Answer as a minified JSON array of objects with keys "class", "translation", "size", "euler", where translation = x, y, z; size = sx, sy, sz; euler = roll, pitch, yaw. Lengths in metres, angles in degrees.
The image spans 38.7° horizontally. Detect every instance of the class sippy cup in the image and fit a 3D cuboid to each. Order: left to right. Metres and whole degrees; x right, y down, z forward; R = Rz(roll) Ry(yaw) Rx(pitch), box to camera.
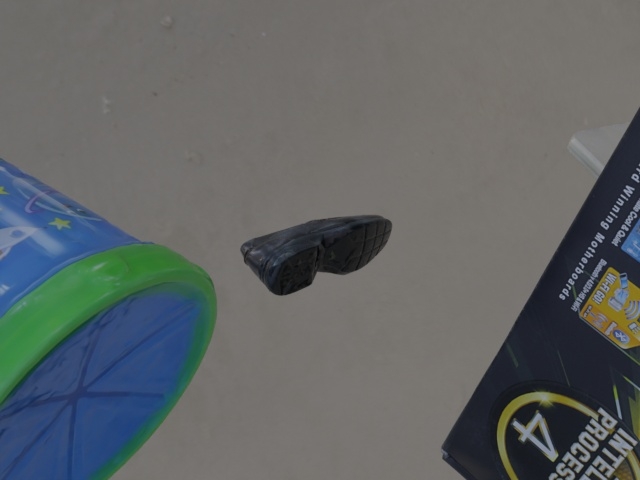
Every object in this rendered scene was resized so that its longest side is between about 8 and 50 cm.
[{"class":"sippy cup","translation":[-0.230,0.050,0.635],"size":[0.224,0.305,0.240],"euler":[38,64,20]}]

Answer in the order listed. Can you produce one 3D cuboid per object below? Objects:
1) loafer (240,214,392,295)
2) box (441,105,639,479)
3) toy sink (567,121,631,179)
[{"class":"loafer","translation":[0.000,0.000,0.885],"size":[0.061,0.170,0.062],"euler":[36,125,35]},{"class":"box","translation":[0.253,0.067,0.388],"size":[0.318,0.097,0.394],"euler":[39,135,21]},{"class":"toy sink","translation":[0.329,0.012,0.855],"size":[0.234,0.153,0.131],"euler":[54,141,33]}]
